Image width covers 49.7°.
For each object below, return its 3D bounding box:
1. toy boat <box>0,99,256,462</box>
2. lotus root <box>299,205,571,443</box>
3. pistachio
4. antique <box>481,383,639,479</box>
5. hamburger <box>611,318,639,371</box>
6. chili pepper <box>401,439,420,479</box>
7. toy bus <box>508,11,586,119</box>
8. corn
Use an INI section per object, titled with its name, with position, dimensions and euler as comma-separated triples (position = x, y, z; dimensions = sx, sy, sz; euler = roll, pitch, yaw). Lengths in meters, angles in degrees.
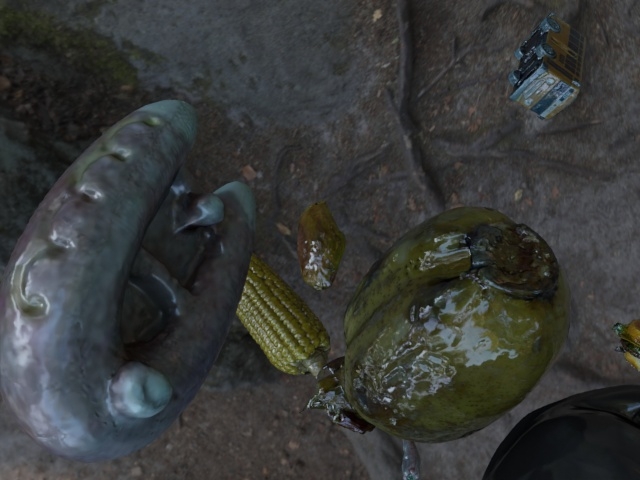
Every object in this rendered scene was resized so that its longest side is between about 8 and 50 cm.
[toy boat]
position = -0.099, 0.023, 0.421
dimensions = 0.085, 0.227, 0.155
euler = 1, 141, 30
[lotus root]
position = 0.085, 0.086, 0.557
dimensions = 0.154, 0.154, 0.278
euler = 36, 132, -2
[pistachio]
position = 0.000, 0.000, 1.190
dimensions = 0.090, 0.172, 0.049
euler = -11, 155, 14
[antique]
position = 0.204, 0.255, 0.443
dimensions = 0.255, 0.322, 0.185
euler = 13, 164, 17
[hamburger]
position = 0.713, 0.230, 1.465
dimensions = 0.190, 0.164, 0.093
euler = 26, 118, 45
[chili pepper]
position = 0.207, 0.509, 1.589
dimensions = 0.050, 0.153, 0.041
euler = -35, 108, 20
[toy bus]
position = 0.391, -0.294, 1.179
dimensions = 0.103, 0.182, 0.091
euler = 32, 139, -9
[corn]
position = -0.090, 0.129, 1.267
dimensions = 0.322, 0.119, 0.119
euler = 47, 130, 34
